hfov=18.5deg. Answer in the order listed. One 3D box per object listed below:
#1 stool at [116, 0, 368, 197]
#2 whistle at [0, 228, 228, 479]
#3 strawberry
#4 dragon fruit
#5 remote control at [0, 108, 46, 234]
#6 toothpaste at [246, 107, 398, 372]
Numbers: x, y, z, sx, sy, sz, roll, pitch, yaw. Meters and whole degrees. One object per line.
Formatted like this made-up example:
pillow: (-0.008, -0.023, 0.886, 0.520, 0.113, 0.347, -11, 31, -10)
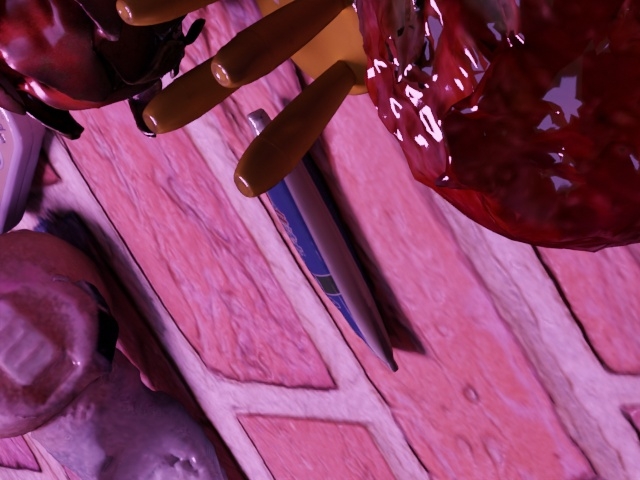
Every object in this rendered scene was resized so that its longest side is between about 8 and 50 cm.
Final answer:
stool: (-0.036, -0.106, 1.095, 0.134, 0.110, 0.135, 55, 156, -6)
whistle: (-0.214, 0.120, 1.650, 0.348, 0.189, 0.189, 45, 158, -17)
strawberry: (0.118, -0.124, 0.713, 0.274, 0.220, 0.274, -177, 90, -70)
dragon fruit: (-0.159, -0.164, 1.161, 0.188, 0.182, 0.182, 41, 153, 20)
remote control: (-0.267, -0.076, 1.605, 0.087, 0.047, 0.244, 46, 154, 7)
toothpaste: (0.000, 0.000, 1.263, 0.197, 0.035, 0.057, 63, 169, -24)
